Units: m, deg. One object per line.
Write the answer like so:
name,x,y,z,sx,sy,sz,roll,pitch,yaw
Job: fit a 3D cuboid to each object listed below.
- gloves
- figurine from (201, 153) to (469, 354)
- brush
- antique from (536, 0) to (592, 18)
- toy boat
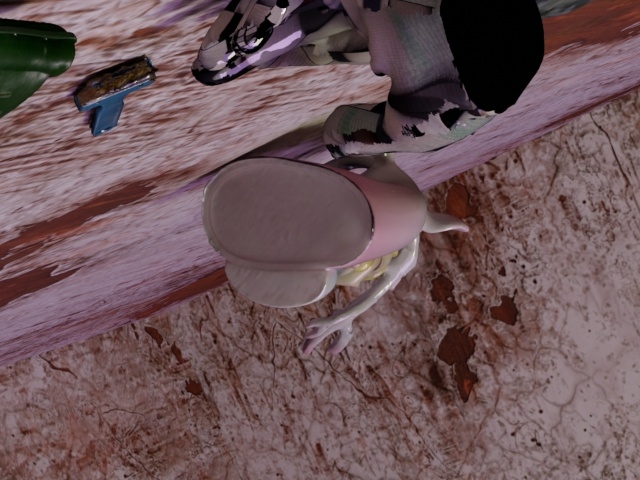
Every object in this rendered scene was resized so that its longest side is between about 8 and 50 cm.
gloves,0.021,-0.110,0.985,0.212,0.127,0.111,19,-102,53
figurine,-0.002,-0.014,1.885,0.284,0.206,0.315,-32,167,27
brush,-0.132,-0.086,1.160,0.051,0.014,0.164,-22,177,-12
antique,0.155,-0.183,0.956,0.183,0.086,0.088,-25,175,33
toy boat,-0.179,-0.070,0.783,0.104,0.052,0.210,-22,176,17
